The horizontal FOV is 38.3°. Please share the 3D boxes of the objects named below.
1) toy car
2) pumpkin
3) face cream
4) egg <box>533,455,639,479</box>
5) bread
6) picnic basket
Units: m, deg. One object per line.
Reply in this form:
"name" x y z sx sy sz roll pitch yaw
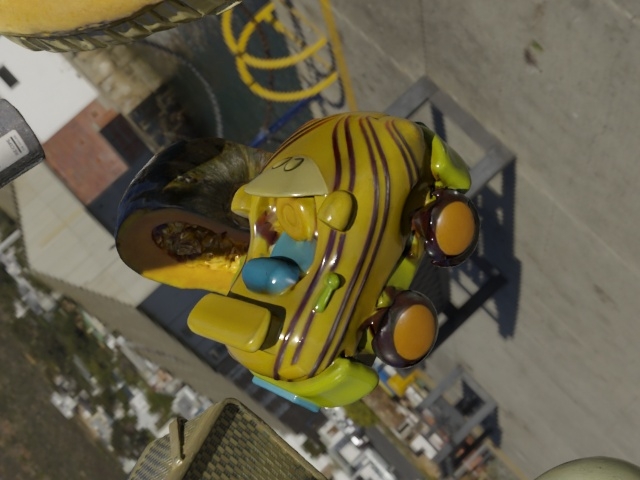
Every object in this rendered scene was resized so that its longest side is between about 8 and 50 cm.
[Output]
"toy car" 0.000 0.000 0.724 0.142 0.248 0.200 33 164 -36
"pumpkin" -0.102 -0.007 1.185 0.317 0.139 0.222 11 146 -14
"face cream" -0.392 -0.030 0.855 0.073 0.283 0.073 43 157 23
"egg" 0.274 0.354 0.930 0.219 0.269 0.219 12 172 2
"bread" -0.175 -0.232 0.735 0.106 0.236 0.140 15 -112 -70
"picnic basket" -0.117 0.292 0.838 0.165 0.267 0.139 44 131 -13
